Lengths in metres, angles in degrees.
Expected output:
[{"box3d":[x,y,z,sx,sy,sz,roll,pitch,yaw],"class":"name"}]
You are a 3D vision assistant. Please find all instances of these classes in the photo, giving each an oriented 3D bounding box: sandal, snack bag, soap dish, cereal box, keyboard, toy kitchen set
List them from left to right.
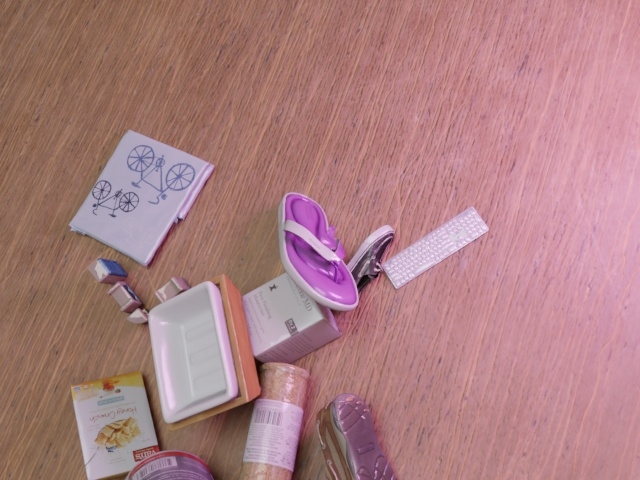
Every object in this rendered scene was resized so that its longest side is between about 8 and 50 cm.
[{"box3d":[-0.491,0.445,1.815,0.173,0.047,0.240,-10,61,-22],"class":"cereal box"},{"box3d":[-0.497,-0.119,2.093,0.323,0.037,0.342,23,78,26],"class":"snack bag"},{"box3d":[-0.461,0.100,1.968,0.166,0.122,0.207,-40,82,0],"class":"toy kitchen set"},{"box3d":[-0.255,0.249,1.673,0.229,0.118,0.290,-26,65,28],"class":"soap dish"},{"box3d":[-0.014,-0.002,1.738,0.102,0.169,0.416,-63,32,29],"class":"sandal"},{"box3d":[0.268,0.017,1.781,0.256,0.014,0.072,-33,62,5],"class":"keyboard"}]

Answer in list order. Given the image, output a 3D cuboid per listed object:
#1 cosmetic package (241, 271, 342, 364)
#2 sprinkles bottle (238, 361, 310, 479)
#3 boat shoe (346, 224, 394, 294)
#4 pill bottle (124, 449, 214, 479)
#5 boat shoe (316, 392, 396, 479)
[{"box3d":[-0.076,0.182,1.758,0.184,0.151,0.151,-30,63,6],"class":"cosmetic package"},{"box3d":[-0.108,0.452,1.659,0.121,0.121,0.355,1,63,20],"class":"sprinkles bottle"},{"box3d":[0.111,0.064,1.787,0.070,0.078,0.219,40,94,28],"class":"boat shoe"},{"box3d":[-0.291,0.600,1.541,0.210,0.210,0.363,-47,22,-3],"class":"pill bottle"},{"box3d":[0.075,0.494,1.617,0.116,0.123,0.324,-31,67,44],"class":"boat shoe"}]
